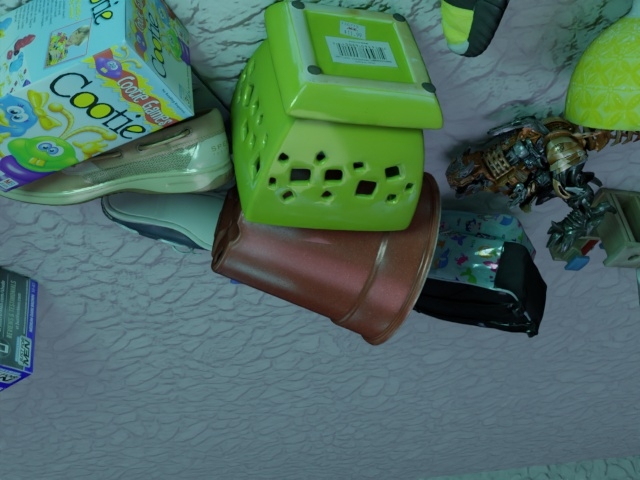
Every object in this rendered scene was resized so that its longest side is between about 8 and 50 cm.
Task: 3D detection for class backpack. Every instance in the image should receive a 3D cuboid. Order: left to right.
[{"bbox_3d":[0.252,0.056,1.434,0.254,0.191,0.225,-1,154,30],"label":"backpack"}]

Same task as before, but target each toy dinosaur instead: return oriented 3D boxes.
[{"bbox_3d":[0.368,-0.113,1.274,0.322,0.164,0.218,-3,136,30],"label":"toy dinosaur"}]

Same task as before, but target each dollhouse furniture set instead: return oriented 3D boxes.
[{"bbox_3d":[0.540,0.013,1.515,0.129,0.129,0.183,4,144,-20],"label":"dollhouse furniture set"}]

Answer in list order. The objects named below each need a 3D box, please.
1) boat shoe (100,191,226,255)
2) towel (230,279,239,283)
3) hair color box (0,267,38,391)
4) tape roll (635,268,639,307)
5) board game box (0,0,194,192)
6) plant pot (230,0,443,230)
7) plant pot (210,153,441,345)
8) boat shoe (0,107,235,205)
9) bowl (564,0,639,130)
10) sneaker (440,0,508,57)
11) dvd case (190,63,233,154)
[{"bbox_3d":[-0.216,-0.029,1.282,0.255,0.095,0.079,11,163,-15],"label":"boat shoe"},{"bbox_3d":[0.000,0.000,1.442,0.243,0.040,0.336,6,144,-21],"label":"towel"},{"bbox_3d":[-0.650,0.202,1.452,0.339,0.185,0.110,-29,143,28],"label":"hair color box"},{"bbox_3d":[0.734,0.079,1.562,0.246,0.246,0.169,-18,146,13],"label":"tape roll"},{"bbox_3d":[-0.307,-0.190,0.975,0.275,0.144,0.142,-19,147,16],"label":"board game box"},{"bbox_3d":[0.020,-0.164,1.035,0.228,0.227,0.207,3,139,-18],"label":"plant pot"},{"bbox_3d":[-0.006,-0.013,1.196,0.265,0.272,0.272,18,140,-14],"label":"plant pot"},{"bbox_3d":[-0.287,-0.123,1.098,0.341,0.121,0.110,-4,117,7],"label":"boat shoe"},{"bbox_3d":[0.459,-0.241,1.047,0.290,0.289,0.156,-8,107,-3],"label":"bowl"},{"bbox_3d":[0.159,-0.357,0.881,0.147,0.145,0.384,19,153,14],"label":"sneaker"},{"bbox_3d":[-0.214,-0.169,1.147,0.165,0.018,0.221,-20,146,16],"label":"dvd case"}]
